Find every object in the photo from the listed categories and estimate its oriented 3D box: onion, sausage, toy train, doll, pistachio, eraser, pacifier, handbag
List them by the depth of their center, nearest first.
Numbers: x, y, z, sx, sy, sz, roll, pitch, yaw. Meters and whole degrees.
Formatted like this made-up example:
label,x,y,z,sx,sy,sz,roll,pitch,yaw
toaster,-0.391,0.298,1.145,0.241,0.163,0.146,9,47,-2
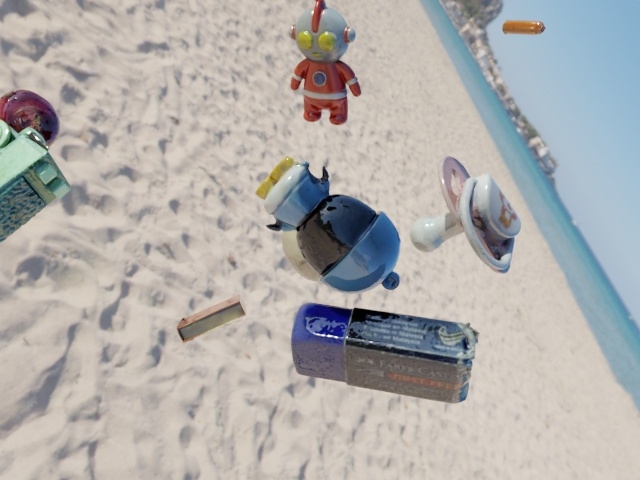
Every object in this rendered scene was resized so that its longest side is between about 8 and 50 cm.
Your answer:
label,x,y,z,sx,sy,sz,roll,pitch,yaw
eraser,0.115,0.202,1.054,0.155,0.332,0.101,84,18,-45
doll,0.026,-0.018,1.059,0.314,0.177,0.141,43,22,-3
toy train,-0.643,-0.111,1.123,0.188,0.271,0.159,37,-23,16
sausage,0.440,-0.456,1.231,0.031,0.031,0.107,43,-6,-35
onion,-0.671,-0.282,1.337,0.150,0.140,0.149,6,82,-46
pacifier,0.361,-0.054,1.408,0.332,0.220,0.273,48,-18,-25
doll,0.007,-0.456,1.454,0.105,0.200,0.336,-56,152,-48
pistachio,0.000,0.000,1.554,0.332,0.208,0.225,-112,-164,-73
handbag,-0.304,0.218,1.612,0.127,0.190,0.062,-158,-134,-81
